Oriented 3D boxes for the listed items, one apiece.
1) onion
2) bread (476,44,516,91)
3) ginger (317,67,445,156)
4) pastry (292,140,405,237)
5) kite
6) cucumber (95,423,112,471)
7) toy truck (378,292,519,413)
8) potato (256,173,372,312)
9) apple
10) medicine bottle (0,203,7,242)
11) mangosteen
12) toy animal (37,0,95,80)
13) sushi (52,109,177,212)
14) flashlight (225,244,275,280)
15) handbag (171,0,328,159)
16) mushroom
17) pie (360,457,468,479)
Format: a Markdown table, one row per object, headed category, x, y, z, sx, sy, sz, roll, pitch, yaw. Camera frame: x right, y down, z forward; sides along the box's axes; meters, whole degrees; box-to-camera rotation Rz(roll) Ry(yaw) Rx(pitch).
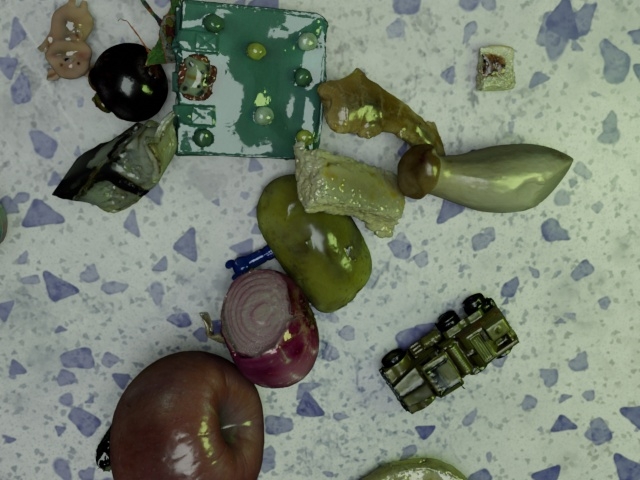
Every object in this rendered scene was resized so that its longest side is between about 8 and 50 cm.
| category | x | y | z | sx | sy | sz | roll | pitch | yaw |
| --- | --- | --- | --- | --- | --- | --- | --- | --- | --- |
| onion | -0.083 | 0.165 | 1.688 | 0.201 | 0.207 | 0.200 | -20 | 129 | -27 |
| bread | 0.321 | -0.314 | 1.724 | 0.070 | 0.035 | 0.083 | 0 | 97 | -7 |
| ginger | 0.119 | -0.203 | 1.672 | 0.294 | 0.086 | 0.131 | 28 | 52 | -29 |
| pastry | 0.059 | -0.081 | 1.656 | 0.258 | 0.089 | 0.121 | 19 | 69 | -38 |
| kite | -0.285 | -0.383 | 1.605 | 0.006 | 0.198 | 0.244 | -7 | 142 | 34 |
| cucumber | -0.369 | 0.346 | 1.768 | 0.053 | 0.053 | 0.181 | 27 | 95 | -9 |
| toy truck | 0.243 | 0.220 | 1.766 | 0.257 | 0.127 | 0.127 | -33 | 102 | 5 |
| potato | 0.000 | 0.000 | 1.697 | 0.160 | 0.111 | 0.271 | -34 | 98 | -10 |
| apple | -0.237 | 0.350 | 1.669 | 0.235 | 0.306 | 0.305 | -16 | 103 | 28 |
| medicine bottle | -0.618 | -0.019 | 1.621 | 0.135 | 0.168 | 0.135 | -1 | 99 | -5 |
| mangosteen | -0.340 | -0.266 | 1.635 | 0.151 | 0.137 | 0.137 | -22 | 103 | 34 |
| toy animal | -0.429 | -0.344 | 1.634 | 0.083 | 0.089 | 0.150 | 14 | 102 | 15 |
| sushi | -0.314 | -0.126 | 1.608 | 0.273 | 0.134 | 0.109 | -25 | 118 | 27 |
| flashlight | -0.115 | 0.034 | 1.746 | 0.121 | 0.057 | 0.035 | -28 | 137 | -7 |
| handbag | -0.119 | -0.269 | 1.631 | 0.274 | 0.100 | 0.268 | 2 | 100 | -20 |
| mushroom | 0.304 | -0.116 | 1.695 | 0.350 | 0.128 | 0.128 | 2 | 100 | -21 |
| pie | 0.167 | 0.578 | 1.847 | 0.338 | 0.075 | 0.337 | 0 | 100 | 0 |
